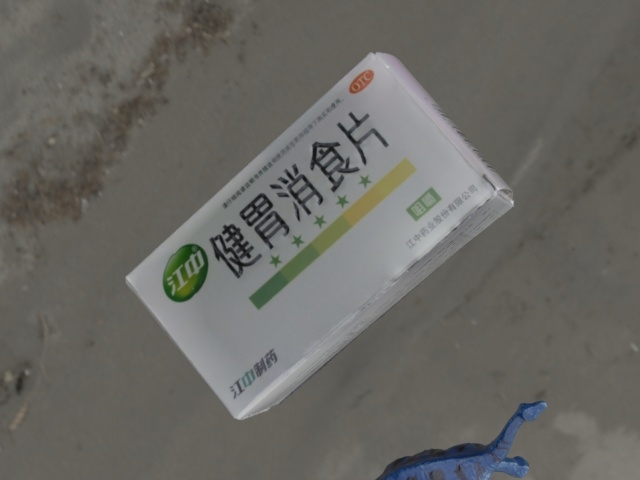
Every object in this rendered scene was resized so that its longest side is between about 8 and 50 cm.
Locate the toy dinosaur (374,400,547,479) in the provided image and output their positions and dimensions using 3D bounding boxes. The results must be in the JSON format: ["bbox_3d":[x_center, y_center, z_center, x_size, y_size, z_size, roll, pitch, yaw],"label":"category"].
[{"bbox_3d":[0.124,0.251,1.372,0.329,0.076,0.144,-28,137,30],"label":"toy dinosaur"}]

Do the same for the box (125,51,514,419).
[{"bbox_3d":[-0.002,0.002,1.250,0.333,0.173,0.145,-41,168,10],"label":"box"}]
